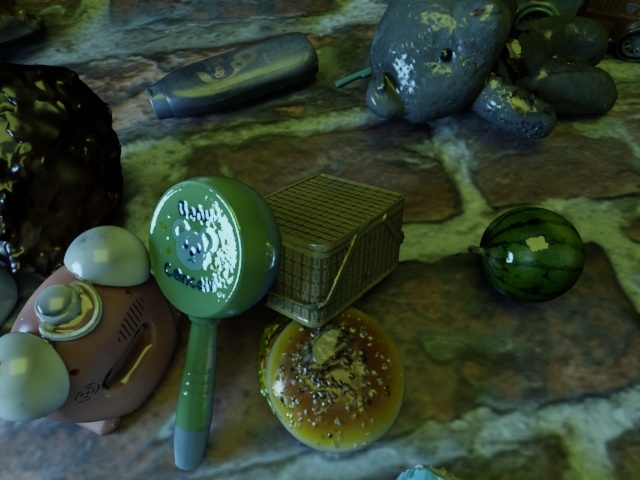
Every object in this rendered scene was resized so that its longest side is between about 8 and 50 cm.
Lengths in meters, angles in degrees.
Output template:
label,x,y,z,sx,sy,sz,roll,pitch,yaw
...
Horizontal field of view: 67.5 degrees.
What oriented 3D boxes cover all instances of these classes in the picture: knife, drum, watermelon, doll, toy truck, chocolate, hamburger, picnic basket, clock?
label,x,y,z,sx,sy,sz,roll,pitch,yaw
knife,0.060,-0.241,0.693,0.091,0.005,0.014,-29,62,-16
drum,-0.081,0.073,0.394,0.129,0.049,0.254,-2,94,33
watermelon,0.208,0.014,0.488,0.108,0.109,0.109,-1,59,1
doll,0.228,-0.249,0.606,0.339,0.158,0.246,3,72,0
toy truck,0.430,-0.365,0.667,0.305,0.162,0.136,17,61,11
chocolate,-0.275,-0.038,0.478,0.177,0.206,0.224,54,32,6
hamburger,0.009,0.119,0.436,0.126,0.082,0.141,-27,63,-15
picnic basket,0.000,0.000,0.461,0.115,0.080,0.164,18,31,31
clock,-0.192,0.084,0.417,0.092,0.162,0.166,22,62,11

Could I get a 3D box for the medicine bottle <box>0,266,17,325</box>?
label,x,y,z,sx,sy,sz,roll,pitch,yaw
medicine bottle,-0.421,0.047,0.497,0.183,0.069,0.119,25,67,17

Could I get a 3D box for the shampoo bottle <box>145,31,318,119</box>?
label,x,y,z,sx,sy,sz,roll,pitch,yaw
shampoo bottle,-0.121,-0.226,0.663,0.233,0.049,0.087,-22,59,-11

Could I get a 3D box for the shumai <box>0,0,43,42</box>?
label,x,y,z,sx,sy,sz,roll,pitch,yaw
shumai,-0.541,-0.302,0.663,0.262,0.267,0.315,6,80,-27

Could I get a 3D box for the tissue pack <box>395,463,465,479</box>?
label,x,y,z,sx,sy,sz,roll,pitch,yaw
tissue pack,0.087,0.313,0.298,0.201,0.124,0.271,23,63,18
